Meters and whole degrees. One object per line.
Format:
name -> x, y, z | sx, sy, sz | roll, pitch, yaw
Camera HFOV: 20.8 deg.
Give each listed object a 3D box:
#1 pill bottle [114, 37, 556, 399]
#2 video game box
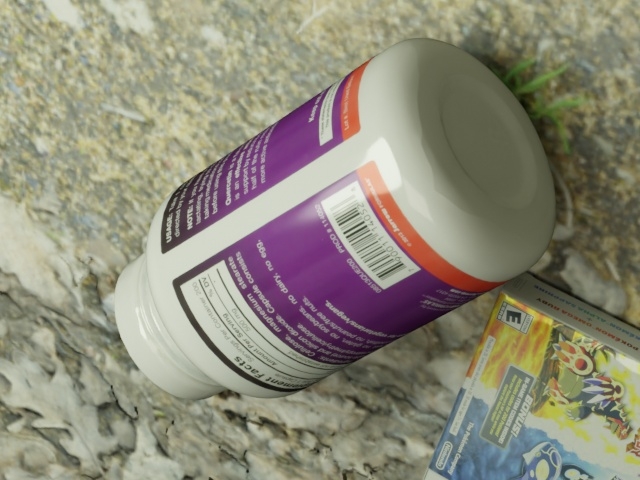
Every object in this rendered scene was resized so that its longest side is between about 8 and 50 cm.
pill bottle -> 0.000, 0.000, 1.269 | 0.323, 0.181, 0.181 | -30, 97, 35
video game box -> 0.192, 0.150, 1.325 | 0.187, 0.048, 0.205 | 25, 123, 12
